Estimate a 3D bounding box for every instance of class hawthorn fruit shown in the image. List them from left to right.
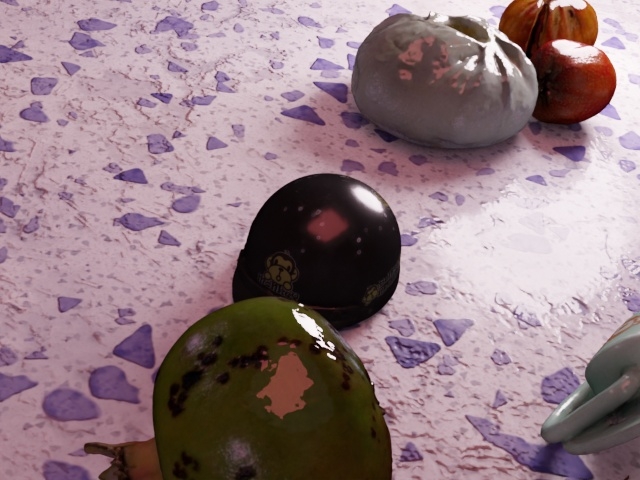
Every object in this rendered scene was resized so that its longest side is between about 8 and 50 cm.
[{"bbox_3d":[0.479,-0.298,1.843,0.188,0.169,0.169,-4,38,-39],"label":"hawthorn fruit"}]

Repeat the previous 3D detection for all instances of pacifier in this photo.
[{"bbox_3d":[0.429,0.222,1.172,0.343,0.288,0.269,-16,76,-56],"label":"pacifier"}]

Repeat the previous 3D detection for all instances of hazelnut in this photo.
[{"bbox_3d":[0.476,-0.447,2.019,0.204,0.178,0.178,16,39,9],"label":"hazelnut"}]

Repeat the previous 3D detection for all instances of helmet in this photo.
[{"bbox_3d":[0.000,0.000,1.379,0.230,0.160,0.279,28,41,20],"label":"helmet"}]

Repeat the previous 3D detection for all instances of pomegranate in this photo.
[{"bbox_3d":[-0.087,0.204,1.016,0.323,0.291,0.291,1,39,-10],"label":"pomegranate"}]

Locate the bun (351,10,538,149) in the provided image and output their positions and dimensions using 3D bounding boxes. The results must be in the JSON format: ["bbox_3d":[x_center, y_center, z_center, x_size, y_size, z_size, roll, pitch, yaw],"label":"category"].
[{"bbox_3d":[0.222,-0.310,1.778,0.354,0.194,0.354,6,37,-5],"label":"bun"}]

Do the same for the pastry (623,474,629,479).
[{"bbox_3d":[0.333,0.354,0.972,0.274,0.193,0.275,5,40,-5],"label":"pastry"}]
